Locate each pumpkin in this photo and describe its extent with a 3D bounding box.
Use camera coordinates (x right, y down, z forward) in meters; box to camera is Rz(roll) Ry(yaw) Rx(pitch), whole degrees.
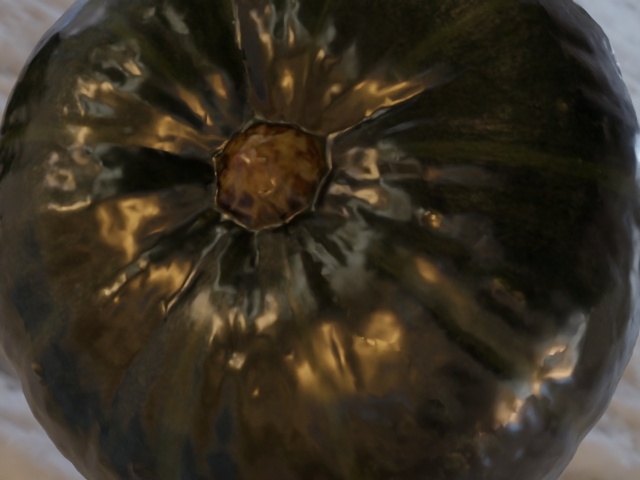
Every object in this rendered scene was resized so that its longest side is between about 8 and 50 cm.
[{"bbox_3d":[0.000,0.000,0.769,0.300,0.300,0.207,42,-8,19],"label":"pumpkin"}]
